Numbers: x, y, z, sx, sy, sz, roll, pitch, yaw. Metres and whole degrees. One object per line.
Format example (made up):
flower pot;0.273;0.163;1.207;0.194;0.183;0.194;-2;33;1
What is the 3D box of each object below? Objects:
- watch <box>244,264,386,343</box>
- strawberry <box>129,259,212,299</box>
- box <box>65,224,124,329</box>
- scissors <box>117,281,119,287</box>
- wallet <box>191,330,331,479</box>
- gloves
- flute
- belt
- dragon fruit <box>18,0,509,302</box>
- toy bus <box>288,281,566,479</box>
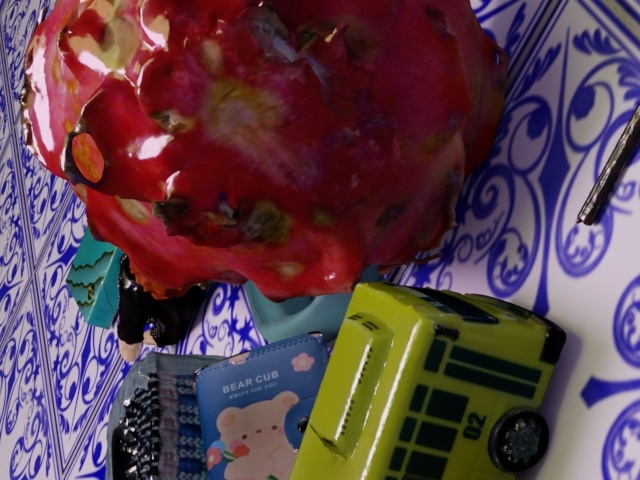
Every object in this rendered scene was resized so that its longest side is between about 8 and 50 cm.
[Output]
watch;0.000;0.000;1.385;0.195;0.068;0.237;-57;25;26
strawberry;-0.145;-0.032;1.560;0.175;0.106;0.236;-50;18;5
box;-0.277;-0.013;1.985;0.226;0.042;0.161;-67;25;12
scissors;-0.204;0.007;1.839;0.204;0.027;0.101;-44;37;44
wallet;-0.033;0.181;1.269;0.141;0.059;0.202;-20;44;5
gloves;-0.183;0.067;1.705;0.181;0.106;0.129;95;171;-55
flute;0.242;-0.126;1.013;0.270;0.014;0.014;-65;26;18
belt;-0.129;0.226;1.413;0.258;0.150;0.207;-100;26;-45
dragon fruit;-0.029;-0.115;1.134;0.371;0.386;0.249;-44;15;0
toy bus;0.061;0.160;1.053;0.128;0.150;0.262;25;97;63
